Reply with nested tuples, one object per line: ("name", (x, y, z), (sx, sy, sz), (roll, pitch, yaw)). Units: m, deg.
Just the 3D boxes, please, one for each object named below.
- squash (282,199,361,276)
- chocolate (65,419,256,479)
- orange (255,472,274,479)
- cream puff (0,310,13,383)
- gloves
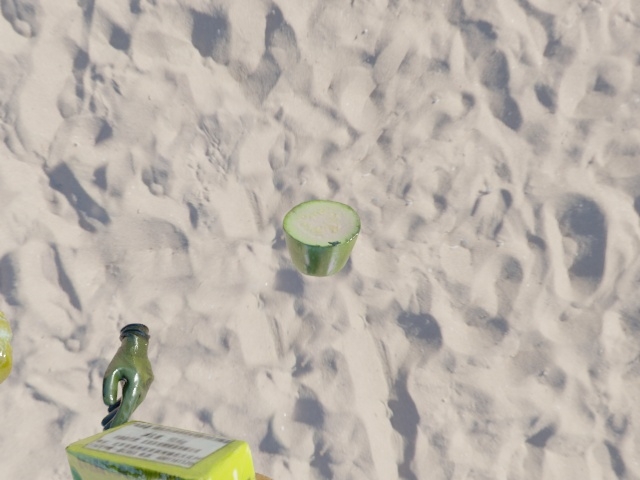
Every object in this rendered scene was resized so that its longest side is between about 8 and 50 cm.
("squash", (0.000, 0.000, 1.119), (0.170, 0.170, 0.122), (2, 123, -4))
("chocolate", (-0.231, 0.442, 0.813), (0.301, 0.137, 0.288), (-3, 103, 28))
("orange", (-0.181, 0.729, 1.218), (0.322, 0.357, 0.322), (-11, 52, 14))
("cream puff", (-0.913, 0.264, 1.168), (0.378, 0.275, 0.378), (7, 73, -25))
("gloves", (-0.454, 0.324, 1.216), (0.107, 0.135, 0.268), (-10, 54, 18))
